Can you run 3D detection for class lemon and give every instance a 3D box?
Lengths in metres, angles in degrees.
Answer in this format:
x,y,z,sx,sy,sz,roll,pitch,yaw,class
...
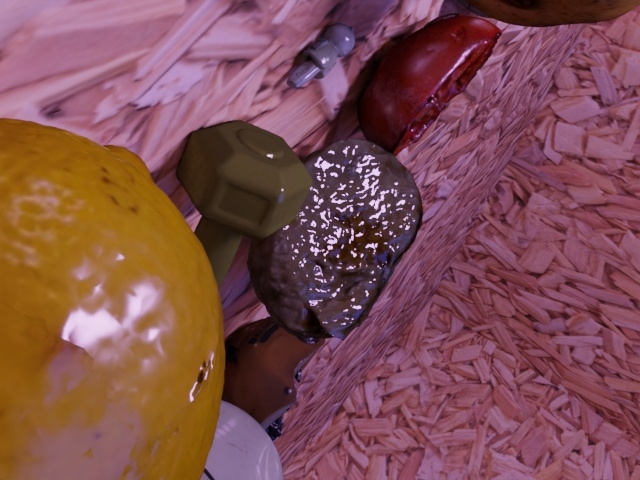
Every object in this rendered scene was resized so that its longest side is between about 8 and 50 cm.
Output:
x,y,z,sx,sy,sz,roll,pitch,yaw,class
-0.176,0.073,0.466,0.284,0.260,0.260,-43,162,-40,lemon

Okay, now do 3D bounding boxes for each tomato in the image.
x,y,z,sx,sy,sz,roll,pitch,yaw,class
0.123,-0.206,1.175,0.228,0.101,0.228,-47,171,-10,tomato

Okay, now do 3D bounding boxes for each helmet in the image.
x,y,z,sx,sy,sz,roll,pitch,yaw,class
-0.086,0.194,1.321,0.198,0.130,0.224,-61,-179,38,helmet

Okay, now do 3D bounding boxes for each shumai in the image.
x,y,z,sx,sy,sz,roll,pitch,yaw,class
0.001,0.000,1.149,0.256,0.189,0.218,-53,-172,-15,shumai

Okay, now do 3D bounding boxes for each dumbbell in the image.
x,y,z,sx,sy,sz,roll,pitch,yaw,class
-0.114,0.031,0.874,0.108,0.121,0.302,-92,-154,-60,dumbbell

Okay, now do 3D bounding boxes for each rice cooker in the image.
x,y,z,sx,sy,sz,roll,pitch,yaw,class
-0.179,0.325,1.147,0.226,0.226,0.244,-62,167,26,rice cooker

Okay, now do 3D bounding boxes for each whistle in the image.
x,y,z,sx,sy,sz,roll,pitch,yaw,class
0.002,-0.188,0.920,0.100,0.035,0.035,-48,165,-24,whistle

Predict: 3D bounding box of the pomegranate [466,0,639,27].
x,y,z,sx,sy,sz,roll,pitch,yaw,class
0.224,-0.336,0.860,0.281,0.281,0.281,-51,166,-18,pomegranate

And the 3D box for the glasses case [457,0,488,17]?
x,y,z,sx,sy,sz,roll,pitch,yaw,class
0.289,-0.401,1.328,0.323,0.074,0.131,-32,152,-59,glasses case
